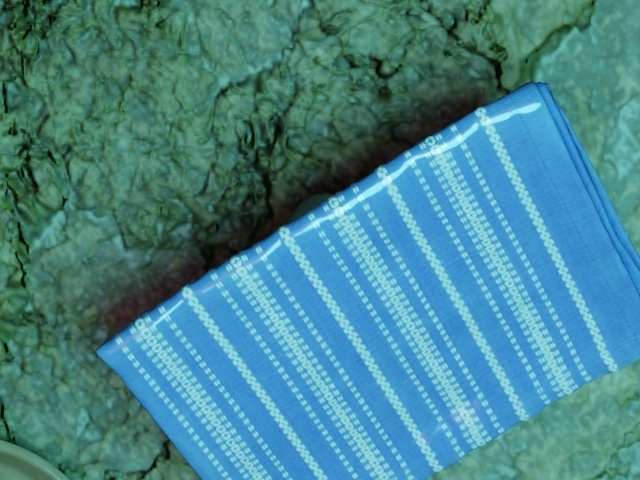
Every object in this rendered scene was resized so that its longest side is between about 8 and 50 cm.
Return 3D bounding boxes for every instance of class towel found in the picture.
[{"bbox_3d":[0.055,0.068,1.009,0.336,0.040,0.243,-32,123,1],"label":"towel"}]

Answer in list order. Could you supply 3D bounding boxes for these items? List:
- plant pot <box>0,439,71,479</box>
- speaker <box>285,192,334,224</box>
[{"bbox_3d":[-0.272,0.270,1.096,0.110,0.237,0.237,-30,97,46],"label":"plant pot"},{"bbox_3d":[0.000,0.000,1.059,0.055,0.136,0.055,0,98,3],"label":"speaker"}]
